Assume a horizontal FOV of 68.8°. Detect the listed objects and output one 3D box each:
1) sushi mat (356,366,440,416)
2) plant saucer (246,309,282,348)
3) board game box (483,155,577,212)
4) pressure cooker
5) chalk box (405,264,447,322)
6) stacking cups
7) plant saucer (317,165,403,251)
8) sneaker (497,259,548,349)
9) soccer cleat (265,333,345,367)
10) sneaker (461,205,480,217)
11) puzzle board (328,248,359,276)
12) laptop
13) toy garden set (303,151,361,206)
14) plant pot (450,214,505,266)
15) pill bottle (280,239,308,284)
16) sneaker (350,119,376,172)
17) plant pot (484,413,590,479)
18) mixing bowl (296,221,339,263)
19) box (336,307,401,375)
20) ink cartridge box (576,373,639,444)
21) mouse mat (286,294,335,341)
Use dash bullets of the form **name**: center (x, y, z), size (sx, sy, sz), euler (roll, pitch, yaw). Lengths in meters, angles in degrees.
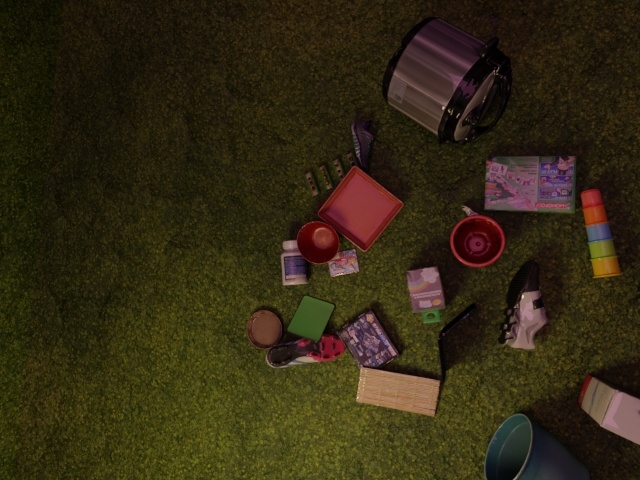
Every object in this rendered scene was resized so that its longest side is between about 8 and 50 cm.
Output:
- **sushi mat**: center (0.305, 0.596, 1.845), size (0.317, 0.019, 0.151), euler (7, 95, 11)
- **plant saucer**: center (-0.243, 0.391, 2.056), size (0.169, 0.029, 0.168), euler (-1, 85, 16)
- **board game box**: center (0.791, -0.213, 1.776), size (0.318, 0.046, 0.213), euler (3, 87, 17)
- **pressure cooker**: center (0.487, -0.566, 1.732), size (0.420, 0.370, 0.375), euler (39, 101, 20)
- **chalk box**: center (0.415, 0.211, 1.814), size (0.133, 0.132, 0.212), euler (-10, 84, 15)
- **stacking cups**: center (0.992, -0.024, 1.680), size (0.096, 0.096, 0.316), euler (-12, 79, 16)
- **plant saucer**: center (0.164, -0.131, 1.930), size (0.259, 0.048, 0.258), euler (38, 103, 2)
- **sneaker**: center (0.770, 0.241, 1.721), size (0.146, 0.122, 0.330), euler (16, 89, 0)
- **soccer cleat**: center (-0.066, 0.460, 1.961), size (0.332, 0.143, 0.115), euler (-7, 77, -7)
- **sneaker**: center (0.585, -0.105, 1.837), size (0.083, 0.032, 0.037), euler (37, 97, 17)
- **puzzle board**: center (0.095, 0.095, 1.985), size (0.128, 0.011, 0.096), euler (-13, 82, 16)
- **laptop**: center (0.509, 0.370, 1.716), size (0.264, 0.234, 0.136), euler (-43, 76, 9)
- **toy garden set**: center (0.065, -0.242, 2.001), size (0.244, 0.049, 0.203), euler (-23, 79, 14)
- **plant pot**: center (0.587, 0.007, 1.753), size (0.191, 0.174, 0.191), euler (-1, 86, 17)
- **pill bottle**: center (-0.113, 0.095, 1.997), size (0.112, 0.112, 0.186), euler (-6, 84, 17)
- **sneaker**: center (0.192, -0.400, 1.961), size (0.098, 0.083, 0.223), euler (-13, 81, 11)
- **plant pot**: center (0.752, 0.784, 1.607), size (0.255, 0.271, 0.271), euler (30, 95, 2)
- **mixing bowl**: center (0.000, 0.000, 1.965), size (0.182, 0.098, 0.181), euler (3, 103, 13)
- **box**: center (0.196, 0.415, 1.906), size (0.175, 0.051, 0.220), euler (-36, 76, 11)
- **ink cartridge box**: center (0.998, 0.556, 1.511), size (0.226, 0.306, 0.131), euler (23, 92, 18)
- **mouse mat**: center (-0.039, 0.324, 1.957), size (0.153, 0.007, 0.189), euler (16, 56, 18)
